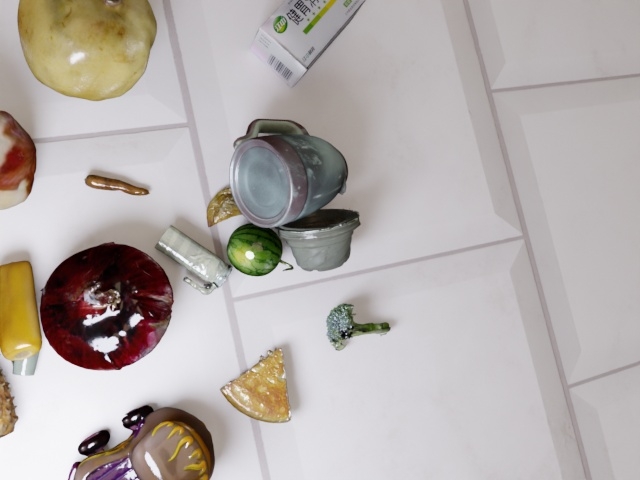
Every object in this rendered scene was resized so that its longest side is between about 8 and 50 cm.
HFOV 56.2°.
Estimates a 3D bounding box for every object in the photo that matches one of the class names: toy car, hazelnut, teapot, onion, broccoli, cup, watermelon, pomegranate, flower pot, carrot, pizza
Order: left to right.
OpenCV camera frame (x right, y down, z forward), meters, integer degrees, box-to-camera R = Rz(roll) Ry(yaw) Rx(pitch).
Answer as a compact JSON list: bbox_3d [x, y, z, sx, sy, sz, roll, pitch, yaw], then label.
[{"bbox_3d":[-0.788,-0.201,1.396,0.261,0.261,0.241,17,44,-16],"label":"hazelnut"},{"bbox_3d":[-0.703,0.273,1.412,0.075,0.054,0.083,10,80,-18],"label":"cup"},{"bbox_3d":[-0.568,-0.510,1.459,0.332,0.332,0.332,3,80,-18],"label":"pomegranate"},{"bbox_3d":[-0.506,0.155,1.403,0.314,0.232,0.314,0,80,1],"label":"onion"},{"bbox_3d":[-0.526,-0.141,1.555,0.165,0.035,0.036,10,78,-20],"label":"carrot"},{"bbox_3d":[-0.403,0.534,1.371,0.340,0.240,0.271,-31,90,-24],"label":"toy car"},{"bbox_3d":[-0.336,0.058,1.564,0.200,0.077,0.107,35,77,-11],"label":"teapot"},{"bbox_3d":[-0.157,0.035,1.597,0.187,0.140,0.141,30,73,-16],"label":"watermelon"},{"bbox_3d":[-0.140,0.381,1.586,0.201,0.053,0.193,32,73,1],"label":"pizza"},{"bbox_3d":[-0.082,-0.208,1.627,0.312,0.233,0.315,-19,68,-47],"label":"teapot"},{"bbox_3d":[0.000,0.000,1.635,0.235,0.235,0.140,-15,109,-21],"label":"flower pot"},{"bbox_3d":[0.106,0.243,1.681,0.204,0.118,0.122,11,66,-33],"label":"broccoli"}]

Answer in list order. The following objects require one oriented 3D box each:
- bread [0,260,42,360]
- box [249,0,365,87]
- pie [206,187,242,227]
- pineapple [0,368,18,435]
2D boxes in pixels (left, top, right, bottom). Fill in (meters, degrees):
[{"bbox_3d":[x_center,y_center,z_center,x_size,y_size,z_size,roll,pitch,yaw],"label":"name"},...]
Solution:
[{"bbox_3d":[-0.705,0.155,1.383,0.092,0.074,0.239,-27,66,15],"label":"bread"},{"bbox_3d":[-0.033,-0.634,1.749,0.173,0.145,0.333,41,71,-10],"label":"box"},{"bbox_3d":[-0.239,-0.101,1.648,0.170,0.034,0.092,-16,88,-15],"label":"pie"},{"bbox_3d":[-0.787,0.287,1.339,0.169,0.169,0.340,-13,79,-21],"label":"pineapple"}]
